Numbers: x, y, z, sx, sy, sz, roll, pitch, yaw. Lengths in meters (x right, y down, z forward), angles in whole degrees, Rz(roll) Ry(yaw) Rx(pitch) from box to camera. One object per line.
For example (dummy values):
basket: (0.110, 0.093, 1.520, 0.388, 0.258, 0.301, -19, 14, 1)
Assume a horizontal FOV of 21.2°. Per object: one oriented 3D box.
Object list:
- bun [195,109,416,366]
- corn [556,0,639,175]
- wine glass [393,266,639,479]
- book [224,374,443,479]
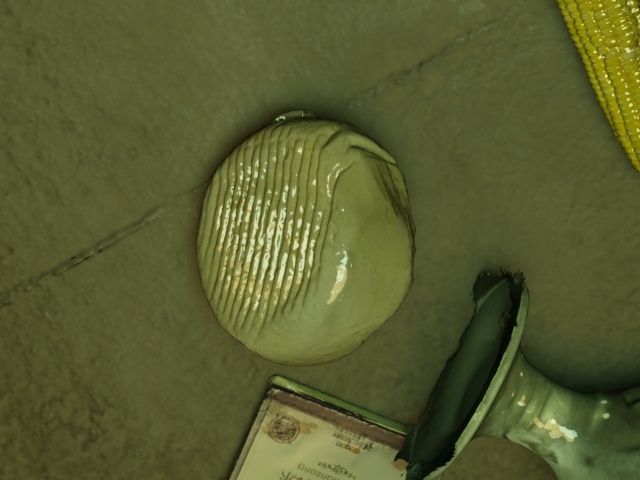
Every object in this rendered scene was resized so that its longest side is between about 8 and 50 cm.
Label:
bun: (0.000, 0.000, 1.224, 0.113, 0.166, 0.173, 8, 123, -49)
corn: (0.222, -0.130, 1.215, 0.072, 0.072, 0.203, -24, 107, 6)
wine glass: (0.245, 0.172, 1.253, 0.357, 0.190, 0.190, 30, 104, -5)
book: (-0.011, 0.234, 1.345, 0.157, 0.026, 0.231, 22, 105, -8)
